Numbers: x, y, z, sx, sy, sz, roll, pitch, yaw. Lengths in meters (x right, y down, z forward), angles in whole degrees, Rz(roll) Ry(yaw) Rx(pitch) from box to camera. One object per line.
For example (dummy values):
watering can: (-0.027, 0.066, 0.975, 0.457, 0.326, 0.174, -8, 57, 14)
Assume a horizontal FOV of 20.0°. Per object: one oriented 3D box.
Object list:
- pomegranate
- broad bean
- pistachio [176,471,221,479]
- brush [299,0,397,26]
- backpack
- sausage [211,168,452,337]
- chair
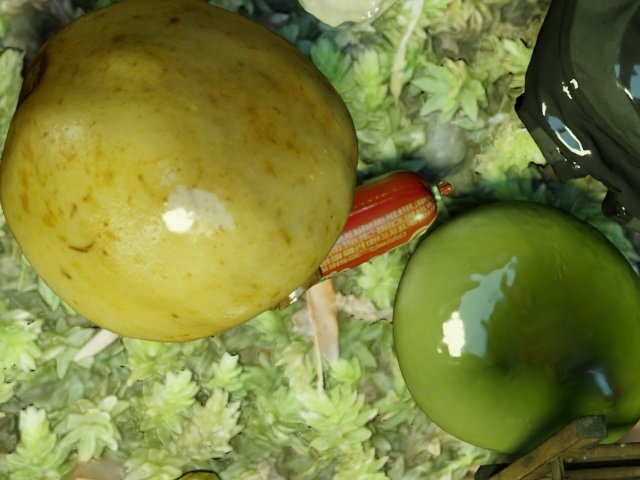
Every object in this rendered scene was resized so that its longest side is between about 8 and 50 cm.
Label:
pomegranate: (-0.119, -0.063, 1.470, 0.307, 0.307, 0.307, -5, 108, -16)
broad bean: (0.196, 0.091, 1.701, 0.291, 0.119, 0.238, 36, 97, -23)
pistachio: (-0.126, 0.304, 1.705, 0.089, 0.049, 0.173, 16, 102, -22)
brush: (-0.021, -0.315, 1.482, 0.174, 0.166, 0.267, -36, 112, -4)
backpack: (0.356, -0.218, 1.587, 0.363, 0.255, 0.446, 41, 78, -25)
sausage: (0.000, 0.000, 1.634, 0.264, 0.083, 0.083, -24, 112, -10)
chair: (0.253, 0.312, 1.718, 0.203, 0.416, 0.241, -2, 76, -18)
